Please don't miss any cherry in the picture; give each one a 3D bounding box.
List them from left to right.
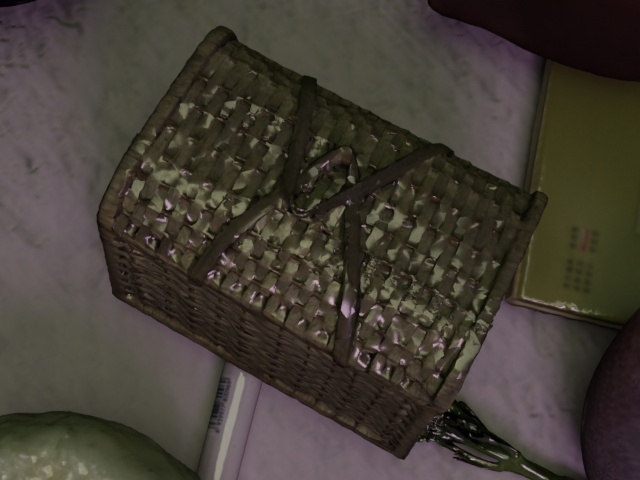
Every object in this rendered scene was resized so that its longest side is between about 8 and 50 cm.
[{"bbox_3d":[0.234,0.090,0.646,0.188,0.115,0.148,-13,88,-1],"label":"cherry"}]

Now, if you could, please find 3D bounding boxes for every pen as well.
[{"bbox_3d":[-0.065,0.161,0.659,0.026,0.026,0.218,14,78,-2],"label":"pen"}]

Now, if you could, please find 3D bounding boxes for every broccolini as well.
[{"bbox_3d":[0.112,0.124,0.685,0.140,0.030,0.035,27,42,-4],"label":"broccolini"}]

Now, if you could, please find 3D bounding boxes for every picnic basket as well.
[{"bbox_3d":[0.000,0.000,0.614,0.196,0.154,0.134,29,66,7],"label":"picnic basket"}]

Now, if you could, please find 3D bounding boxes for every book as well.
[{"bbox_3d":[0.304,-0.034,0.724,0.352,0.035,0.239,13,75,-1],"label":"book"}]

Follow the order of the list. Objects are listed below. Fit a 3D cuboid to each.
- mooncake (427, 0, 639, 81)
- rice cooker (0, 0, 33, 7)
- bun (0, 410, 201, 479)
[{"bbox_3d":[0.174,-0.272,0.681,0.334,0.174,0.326,23,74,1],"label":"mooncake"},{"bbox_3d":[-0.210,-0.260,0.620,0.224,0.267,0.267,22,78,4],"label":"rice cooker"},{"bbox_3d":[-0.137,0.187,0.600,0.195,0.118,0.195,-1,77,3],"label":"bun"}]
